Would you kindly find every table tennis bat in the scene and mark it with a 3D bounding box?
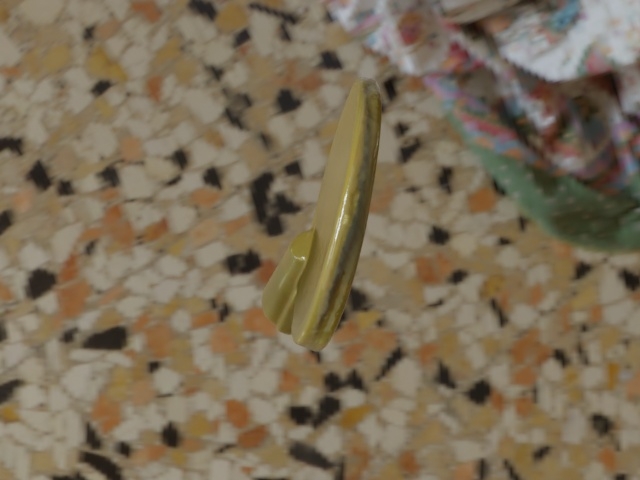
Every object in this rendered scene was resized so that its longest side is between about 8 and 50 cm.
[{"bbox_3d":[0.000,0.000,1.411,0.050,0.321,0.198,12,67,-6],"label":"table tennis bat"}]
